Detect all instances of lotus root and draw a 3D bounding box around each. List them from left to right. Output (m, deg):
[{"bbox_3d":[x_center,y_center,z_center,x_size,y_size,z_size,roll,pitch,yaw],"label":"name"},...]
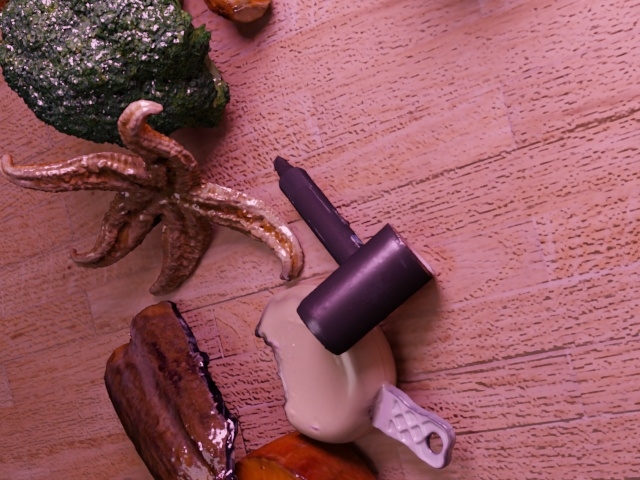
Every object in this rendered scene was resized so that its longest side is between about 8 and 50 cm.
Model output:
[{"bbox_3d":[-0.179,0.196,1.650,0.329,0.078,0.167,49,130,55],"label":"lotus root"}]

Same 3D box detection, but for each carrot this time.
[{"bbox_3d":[-0.012,0.360,1.564,0.258,0.100,0.307,8,105,51],"label":"carrot"}]

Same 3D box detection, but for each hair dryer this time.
[{"bbox_3d":[0.000,0.000,1.476,0.128,0.070,0.255,-43,45,3],"label":"hair dryer"}]

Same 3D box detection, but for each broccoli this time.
[{"bbox_3d":[-0.215,-0.220,1.580,0.294,0.265,0.245,109,176,-78],"label":"broccoli"}]

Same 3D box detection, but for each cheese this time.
[{"bbox_3d":[0.039,0.132,1.477,0.249,0.071,0.163,6,103,47],"label":"cheese"}]

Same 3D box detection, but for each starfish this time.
[{"bbox_3d":[-0.170,-0.036,1.601,0.327,0.094,0.375,10,149,15],"label":"starfish"}]

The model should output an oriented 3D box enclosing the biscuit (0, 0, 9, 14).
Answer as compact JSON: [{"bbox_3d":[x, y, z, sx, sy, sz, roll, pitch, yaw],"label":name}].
[{"bbox_3d":[-0.341,-0.325,1.824,0.237,0.026,0.131,-32,77,47],"label":"biscuit"}]

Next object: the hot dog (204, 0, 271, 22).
[{"bbox_3d":[-0.142,-0.347,1.561,0.068,0.083,0.289,-39,66,22],"label":"hot dog"}]
